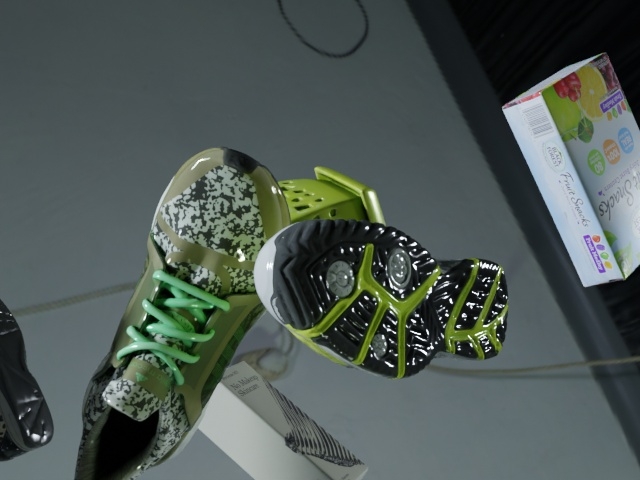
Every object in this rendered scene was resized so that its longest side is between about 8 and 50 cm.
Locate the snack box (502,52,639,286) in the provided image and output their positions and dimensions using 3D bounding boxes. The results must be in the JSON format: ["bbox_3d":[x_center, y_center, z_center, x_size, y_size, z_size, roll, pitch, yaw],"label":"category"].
[{"bbox_3d":[0.196,-0.052,0.617,0.100,0.037,0.141,-32,99,-39],"label":"snack box"}]

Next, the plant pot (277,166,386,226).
[{"bbox_3d":[0.000,0.000,1.567,0.207,0.227,0.228,-26,116,-17],"label":"plant pot"}]

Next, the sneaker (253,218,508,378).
[{"bbox_3d":[0.053,0.068,0.884,0.384,0.147,0.145,19,74,-52],"label":"sneaker"}]

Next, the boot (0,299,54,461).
[{"bbox_3d":[-0.454,0.189,1.093,0.236,0.178,0.085,61,15,15],"label":"boot"}]

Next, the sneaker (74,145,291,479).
[{"bbox_3d":[-0.146,0.106,0.870,0.158,0.410,0.182,22,22,-3],"label":"sneaker"}]

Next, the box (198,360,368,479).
[{"bbox_3d":[-0.068,0.319,1.367,0.275,0.094,0.113,38,19,14],"label":"box"}]
